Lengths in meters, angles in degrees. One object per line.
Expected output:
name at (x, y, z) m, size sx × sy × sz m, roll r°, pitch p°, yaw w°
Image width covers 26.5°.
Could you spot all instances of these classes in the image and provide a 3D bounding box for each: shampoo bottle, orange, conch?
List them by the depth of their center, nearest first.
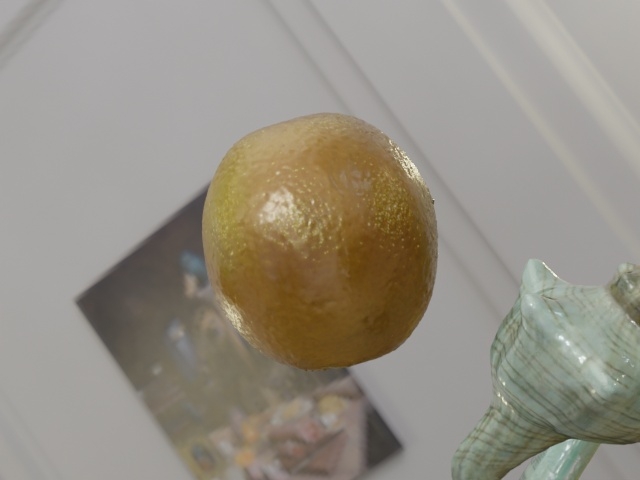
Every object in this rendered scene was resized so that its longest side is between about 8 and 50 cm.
conch at (0.165, 0.067, 0.851) m, size 0.233 × 0.137 × 0.114 m, roll -20°, pitch -14°, yaw 17°
shampoo bottle at (0.204, 0.174, 1.128) m, size 0.191 × 0.041 × 0.069 m, roll -60°, pitch -7°, yaw 13°
orange at (0.000, 0.000, 1.217) m, size 0.236 × 0.236 × 0.236 m, roll -35°, pitch -6°, yaw -4°
